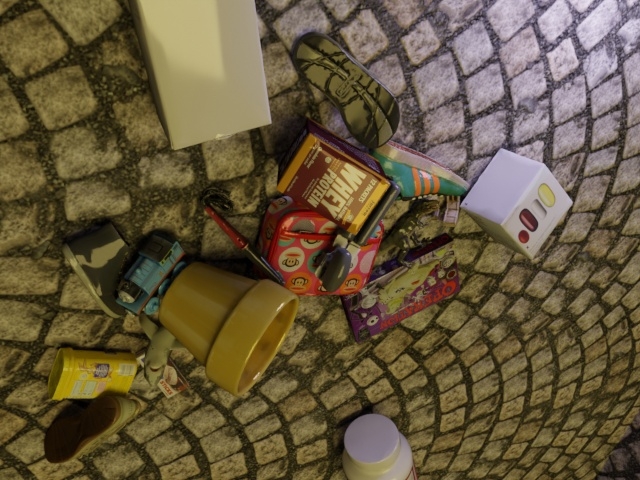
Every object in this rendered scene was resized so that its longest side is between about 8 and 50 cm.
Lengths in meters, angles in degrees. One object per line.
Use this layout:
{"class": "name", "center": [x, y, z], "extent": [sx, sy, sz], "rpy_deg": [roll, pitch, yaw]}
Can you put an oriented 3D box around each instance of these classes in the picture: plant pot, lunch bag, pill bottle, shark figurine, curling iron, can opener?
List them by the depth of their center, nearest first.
{"class": "curling iron", "center": [-0.164, -0.003, 1.393], "extent": [0.068, 0.035, 0.274], "rpy_deg": [-29, 105, 23]}
{"class": "plant pot", "center": [-0.211, 0.173, 1.394], "extent": [0.254, 0.239, 0.254], "rpy_deg": [-57, 168, -19]}
{"class": "can opener", "center": [0.089, -0.009, 1.423], "extent": [0.076, 0.095, 0.283], "rpy_deg": [26, 103, -35]}
{"class": "lunch bag", "center": [0.000, 0.000, 1.516], "extent": [0.293, 0.120, 0.258], "rpy_deg": [3, 116, -29]}
{"class": "shark figurine", "center": [-0.326, 0.225, 1.530], "extent": [0.278, 0.166, 0.116], "rpy_deg": [-27, 160, -32]}
{"class": "pill bottle", "center": [0.198, 0.756, 2.086], "extent": [0.229, 0.229, 0.407], "rpy_deg": [-25, 131, -11]}

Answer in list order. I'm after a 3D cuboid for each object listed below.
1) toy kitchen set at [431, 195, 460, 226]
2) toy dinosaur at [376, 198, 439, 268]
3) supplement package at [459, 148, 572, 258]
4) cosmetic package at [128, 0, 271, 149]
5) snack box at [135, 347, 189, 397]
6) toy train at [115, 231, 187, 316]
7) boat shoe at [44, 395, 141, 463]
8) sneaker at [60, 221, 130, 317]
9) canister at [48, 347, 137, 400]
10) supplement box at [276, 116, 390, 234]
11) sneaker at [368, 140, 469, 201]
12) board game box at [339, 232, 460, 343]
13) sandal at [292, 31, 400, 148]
{"class": "toy kitchen set", "center": [0.323, -0.089, 1.657], "extent": [0.068, 0.083, 0.075], "rpy_deg": [4, 132, 19]}
{"class": "toy dinosaur", "center": [0.221, 0.002, 1.670], "extent": [0.268, 0.064, 0.118], "rpy_deg": [-45, 117, 8]}
{"class": "supplement package", "center": [0.519, -0.096, 1.679], "extent": [0.203, 0.149, 0.194], "rpy_deg": [35, 90, -41]}
{"class": "cosmetic package", "center": [-0.217, -0.366, 1.102], "extent": [0.197, 0.155, 0.365], "rpy_deg": [-17, 130, -17]}
{"class": "snack box", "center": [-0.394, 0.326, 1.592], "extent": [0.064, 0.022, 0.178], "rpy_deg": [-28, 132, -7]}
{"class": "toy train", "center": [-0.361, 0.074, 1.356], "extent": [0.184, 0.080, 0.105], "rpy_deg": [-56, 153, -22]}
{"class": "boat shoe", "center": [-0.550, 0.456, 1.521], "extent": [0.285, 0.104, 0.089], "rpy_deg": [-30, 156, 24]}
{"class": "sneaker", "center": [-0.437, 0.068, 1.344], "extent": [0.118, 0.083, 0.222], "rpy_deg": [-31, 135, -12]}
{"class": "canister", "center": [-0.527, 0.312, 1.477], "extent": [0.170, 0.073, 0.126], "rpy_deg": [11, 117, -35]}
{"class": "supplement box", "center": [0.021, -0.139, 1.328], "extent": [0.191, 0.194, 0.129], "rpy_deg": [30, 107, -13]}
{"class": "sneaker", "center": [0.224, -0.147, 1.530], "extent": [0.302, 0.108, 0.121], "rpy_deg": [17, 110, -32]}
{"class": "board game box", "center": [0.226, 0.135, 1.779], "extent": [0.347, 0.056, 0.208], "rpy_deg": [-26, 135, -10]}
{"class": "sandal", "center": [0.061, -0.322, 1.340], "extent": [0.120, 0.086, 0.303], "rpy_deg": [-40, 118, 10]}
